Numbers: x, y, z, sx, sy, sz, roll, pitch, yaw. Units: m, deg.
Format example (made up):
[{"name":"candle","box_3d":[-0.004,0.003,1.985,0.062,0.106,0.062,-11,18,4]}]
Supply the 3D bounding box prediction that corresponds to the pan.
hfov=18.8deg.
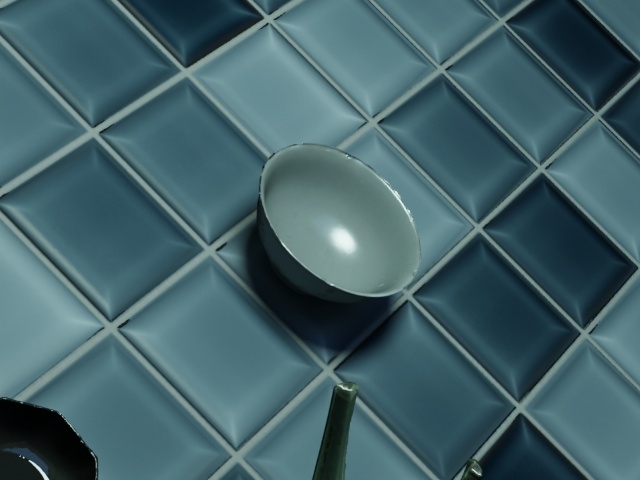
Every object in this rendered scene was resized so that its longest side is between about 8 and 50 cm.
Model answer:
[{"name":"pan","box_3d":[-0.276,0.170,1.613,0.202,0.048,0.128,51,41,8]}]

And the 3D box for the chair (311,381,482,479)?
[{"name":"chair","box_3d":[0.035,0.303,1.635,0.190,0.274,0.203,24,40,16]}]

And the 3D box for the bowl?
[{"name":"bowl","box_3d":[0.000,0.000,1.942,0.189,0.086,0.189,22,43,-23]}]
